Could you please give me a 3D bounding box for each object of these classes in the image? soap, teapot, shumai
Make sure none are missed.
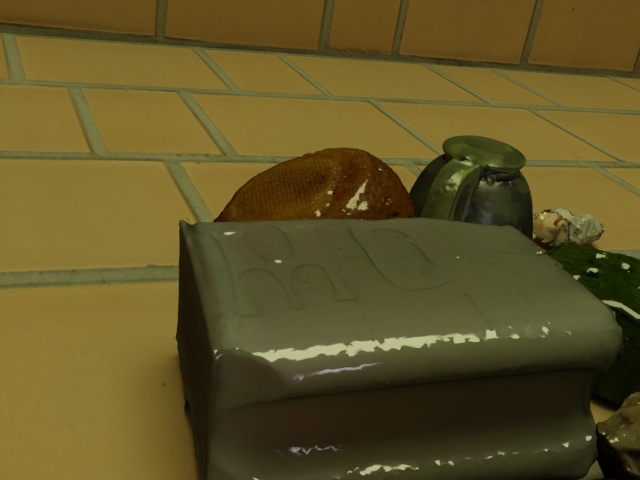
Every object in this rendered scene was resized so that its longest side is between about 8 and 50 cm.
[{"bbox_3d":[0.060,0.118,0.939,0.434,0.213,0.350,-1,23,-12],"label":"soap"},{"bbox_3d":[0.225,-0.055,1.394,0.321,0.239,0.239,-10,30,-34],"label":"teapot"},{"bbox_3d":[0.392,0.256,0.949,0.120,0.201,0.201,-26,9,28],"label":"shumai"}]

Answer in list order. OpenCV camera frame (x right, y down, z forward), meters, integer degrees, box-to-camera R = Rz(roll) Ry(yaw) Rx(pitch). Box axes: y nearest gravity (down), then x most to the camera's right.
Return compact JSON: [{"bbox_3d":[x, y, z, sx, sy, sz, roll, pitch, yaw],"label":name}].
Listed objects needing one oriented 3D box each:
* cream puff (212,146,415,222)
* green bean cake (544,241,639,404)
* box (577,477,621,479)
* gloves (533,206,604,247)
[{"bbox_3d":[0.000,0.000,1.206,0.303,0.212,0.303,-21,27,12],"label":"cream puff"},{"bbox_3d":[0.421,0.114,1.208,0.249,0.156,0.247,22,26,25],"label":"green bean cake"},{"bbox_3d":[0.260,0.343,0.749,0.289,0.073,0.289,2,29,-22],"label":"box"},{"bbox_3d":[0.490,-0.025,1.629,0.153,0.070,0.114,-12,26,-39],"label":"gloves"}]
